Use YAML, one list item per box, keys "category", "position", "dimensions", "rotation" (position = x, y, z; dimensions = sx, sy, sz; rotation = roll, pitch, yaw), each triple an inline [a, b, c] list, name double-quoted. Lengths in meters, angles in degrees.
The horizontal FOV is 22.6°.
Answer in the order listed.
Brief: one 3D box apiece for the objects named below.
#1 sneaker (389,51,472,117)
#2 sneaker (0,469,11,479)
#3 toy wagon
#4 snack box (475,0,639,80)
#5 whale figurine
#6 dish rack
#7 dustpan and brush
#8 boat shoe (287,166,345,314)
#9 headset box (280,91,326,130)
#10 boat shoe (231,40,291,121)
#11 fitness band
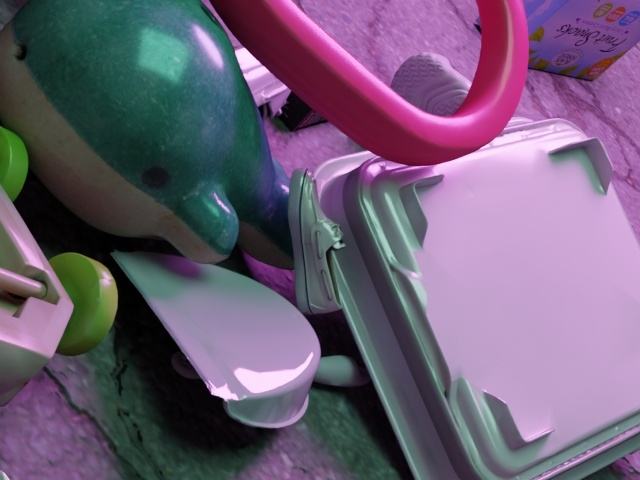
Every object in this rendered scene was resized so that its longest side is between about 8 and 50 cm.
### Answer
- category: "sneaker"
  position: [0.165, -0.046, 1.403]
  dimensions: [0.153, 0.101, 0.268]
  rotation: [-9, 64, -57]
- category: "sneaker"
  position: [-0.214, 0.116, 0.748]
  dimensions: [0.170, 0.068, 0.071]
  rotation: [32, 45, -5]
- category: "toy wagon"
  position: [-0.256, -0.058, 0.842]
  dimensions: [0.344, 0.068, 0.267]
  rotation: [52, 13, 33]
- category: "snack box"
  position: [0.300, -0.264, 1.779]
  dimensions: [0.207, 0.174, 0.070]
  rotation: [4, 51, -51]
- category: "whale figurine"
  position: [-0.088, -0.077, 1.057]
  dimensions: [0.272, 0.141, 0.216]
  rotation: [31, 21, -45]
- category: "dish rack"
  position: [0.157, 0.040, 1.189]
  dimensions: [0.333, 0.072, 0.285]
  rotation: [-15, 80, -47]
- category: "dustpan and brush"
  position: [-0.032, 0.073, 1.041]
  dimensions: [0.211, 0.060, 0.147]
  rotation: [2, 37, -43]
- category: "boat shoe"
  position: [0.000, 0.000, 1.076]
  dimensions: [0.035, 0.035, 0.100]
  rotation: [-7, 93, -75]
- category: "headset box"
  position: [-0.017, -0.128, 1.336]
  dimensions: [0.062, 0.032, 0.083]
  rotation: [49, 30, 9]
- category: "boat shoe"
  position: [-0.054, -0.121, 1.238]
  dimensions: [0.184, 0.066, 0.063]
  rotation: [-31, 115, -57]
- category: "fitness band"
  position: [0.029, -0.178, 1.092]
  dimensions: [0.291, 0.054, 0.209]
  rotation: [38, 55, -27]
